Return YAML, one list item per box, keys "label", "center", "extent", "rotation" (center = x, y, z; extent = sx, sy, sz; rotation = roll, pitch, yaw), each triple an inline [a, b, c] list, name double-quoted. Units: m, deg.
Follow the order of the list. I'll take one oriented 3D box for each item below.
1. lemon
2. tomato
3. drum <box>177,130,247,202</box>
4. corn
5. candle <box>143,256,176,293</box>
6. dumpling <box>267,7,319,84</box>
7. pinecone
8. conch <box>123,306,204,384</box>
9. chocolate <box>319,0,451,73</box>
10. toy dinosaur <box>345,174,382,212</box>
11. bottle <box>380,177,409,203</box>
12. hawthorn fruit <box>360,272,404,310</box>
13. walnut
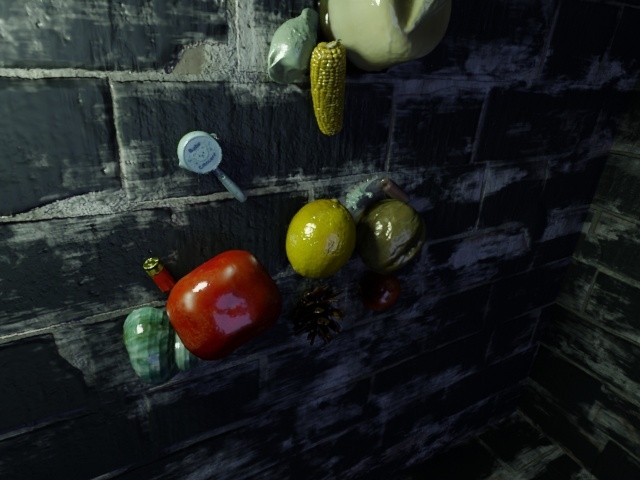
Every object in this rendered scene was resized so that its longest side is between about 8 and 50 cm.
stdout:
- label: "lemon"
  center: [0.001, -0.004, 1.375]
  extent: [0.236, 0.236, 0.262]
  rotation: [-7, 98, -30]
- label: "tomato"
  center: [-0.282, 0.189, 1.247]
  extent: [0.325, 0.290, 0.292]
  rotation: [-25, 98, -23]
- label: "drum"
  center: [-0.314, -0.191, 1.187]
  extent: [0.130, 0.049, 0.253]
  rotation: [-32, 127, -15]
- label: "corn"
  center: [0.021, -0.438, 1.198]
  extent: [0.102, 0.101, 0.310]
  rotation: [-29, 152, -17]
- label: "candle"
  center: [-0.473, 0.112, 1.242]
  extent: [0.052, 0.052, 0.130]
  rotation: [-33, 129, -15]
- label: "dumpling"
  center: [-0.057, -0.523, 1.143]
  extent: [0.153, 0.108, 0.219]
  rotation: [32, 97, -39]
- label: "pinecone"
  center: [-0.004, 0.283, 1.544]
  extent: [0.203, 0.201, 0.228]
  rotation: [12, 132, -22]
- label: "conch"
  center: [-0.482, 0.336, 1.290]
  extent: [0.278, 0.195, 0.220]
  rotation: [19, 73, -13]
- label: "chocolate"
  center: [0.196, -0.614, 1.125]
  extent: [0.314, 0.297, 0.325]
  rotation: [-13, 120, -33]
- label: "toy dinosaur"
  center: [0.144, -0.171, 1.472]
  extent: [0.209, 0.082, 0.039]
  rotation: [-42, 133, -10]
- label: "bottle"
  center: [0.283, -0.183, 1.573]
  extent: [0.140, 0.053, 0.053]
  rotation: [31, 95, -39]
- label: "hawthorn fruit"
  center: [0.260, 0.206, 1.696]
  extent: [0.194, 0.157, 0.156]
  rotation: [-1, 114, -29]
- label: "walnut"
  center: [0.248, -0.020, 1.526]
  extent: [0.283, 0.283, 0.227]
  rotation: [-48, 160, -3]
